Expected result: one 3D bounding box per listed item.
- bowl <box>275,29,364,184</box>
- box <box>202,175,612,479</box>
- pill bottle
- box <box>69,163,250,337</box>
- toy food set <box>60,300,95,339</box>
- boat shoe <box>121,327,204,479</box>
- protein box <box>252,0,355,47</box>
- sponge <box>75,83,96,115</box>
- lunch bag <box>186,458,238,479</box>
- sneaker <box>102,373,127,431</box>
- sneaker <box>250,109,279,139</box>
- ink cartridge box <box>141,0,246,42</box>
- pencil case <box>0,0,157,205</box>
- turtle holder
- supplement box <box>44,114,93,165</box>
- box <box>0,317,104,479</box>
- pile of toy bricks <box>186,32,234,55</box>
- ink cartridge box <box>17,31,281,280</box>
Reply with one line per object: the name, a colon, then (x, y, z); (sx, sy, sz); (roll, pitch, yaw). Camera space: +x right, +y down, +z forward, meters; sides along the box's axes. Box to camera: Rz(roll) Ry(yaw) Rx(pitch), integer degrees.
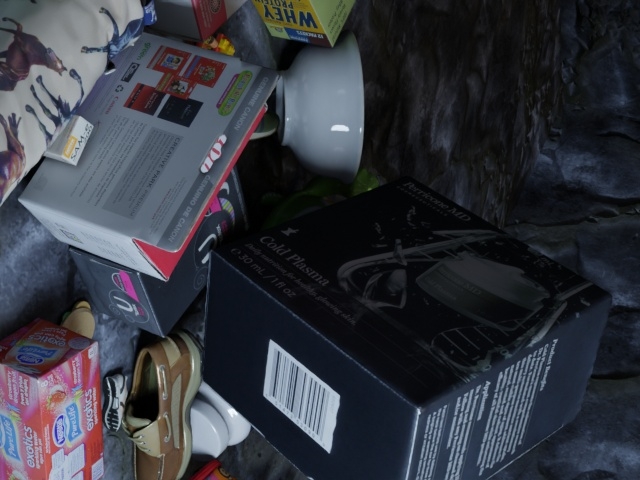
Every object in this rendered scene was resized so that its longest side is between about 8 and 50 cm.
bowl: (-0.011, -0.251, 1.925); (0.298, 0.134, 0.297); (178, -90, -80)
box: (0.132, 0.167, 1.698); (0.472, 0.480, 0.297); (-21, 132, -38)
pill bottle: (-0.173, 0.307, 1.994); (0.265, 0.153, 0.153); (-40, 140, -48)
box: (-0.251, -0.007, 1.645); (0.270, 0.143, 0.165); (-55, 150, -33)
toy food set: (-0.389, 0.143, 1.604); (0.082, 0.020, 0.083); (-44, 143, -45)
boat shoe: (-0.299, 0.309, 1.799); (0.120, 0.123, 0.323); (-8, 115, -47)
protein box: (-0.026, -0.491, 1.806); (0.199, 0.136, 0.201); (-65, 153, -17)
sponge: (-0.341, -0.193, 1.475); (0.117, 0.031, 0.210); (-54, 150, -33)
lunch bag: (-0.276, 0.562, 1.877); (0.258, 0.120, 0.293); (-38, 165, -49)
sneaker: (-0.350, 0.279, 1.748); (0.044, 0.040, 0.109); (-28, 131, -59)
sneaker: (-0.131, -0.232, 1.837); (0.192, 0.064, 0.086); (-26, 134, -53)
ink cartridge box: (-0.164, -0.472, 1.558); (0.283, 0.117, 0.207); (-53, 148, -35)
pencil case: (-0.371, -0.184, 1.257); (0.410, 0.160, 0.183); (-61, 138, -28)
turtle holder: (-0.002, 0.018, 2.072); (0.320, 0.228, 0.243); (-48, 145, -41)
supplement box: (-0.366, -0.146, 1.375); (0.062, 0.098, 0.036); (-68, 155, -10)
box: (-0.412, 0.263, 1.512); (0.128, 0.123, 0.256); (-37, 137, -52)
pile of toy bricks: (-0.180, -0.245, 1.682); (0.118, 0.105, 0.212); (31, 78, -64)
ink cartridge box: (-0.216, -0.116, 1.424); (0.309, 0.272, 0.130); (-62, 153, -19)
